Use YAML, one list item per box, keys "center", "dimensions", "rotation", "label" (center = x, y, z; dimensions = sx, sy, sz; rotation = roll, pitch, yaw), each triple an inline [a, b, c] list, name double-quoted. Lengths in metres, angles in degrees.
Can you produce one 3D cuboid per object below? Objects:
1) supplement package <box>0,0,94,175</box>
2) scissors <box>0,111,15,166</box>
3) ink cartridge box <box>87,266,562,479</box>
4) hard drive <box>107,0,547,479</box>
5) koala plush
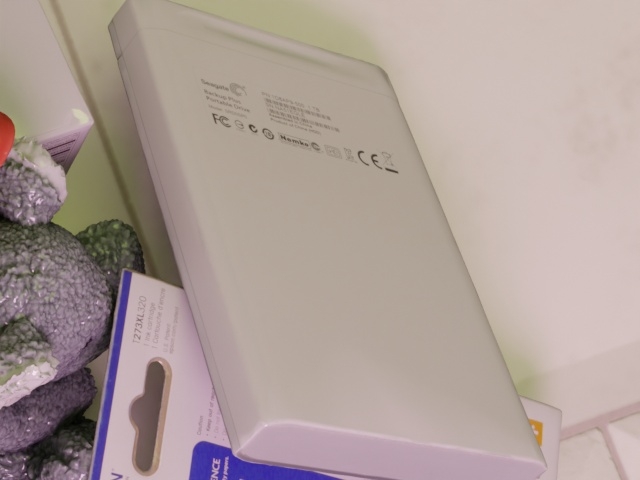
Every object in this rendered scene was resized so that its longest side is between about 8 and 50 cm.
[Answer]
- center: [-0.304, -0.136, 1.240]
  dimensions: [0.204, 0.145, 0.262]
  rotation: [-21, 79, -23]
  label: "supplement package"
- center: [-0.275, 0.029, 1.153]
  dimensions: [0.021, 0.297, 0.109]
  rotation: [26, 43, -30]
  label: "scissors"
- center: [0.002, 0.154, 1.223]
  dimensions: [0.371, 0.069, 0.176]
  rotation: [21, 66, -34]
  label: "ink cartridge box"
- center: [0.000, 0.000, 1.236]
  dimensions: [0.233, 0.047, 0.353]
  rotation: [13, 43, -37]
  label: "hard drive"
- center: [-0.199, 0.052, 1.169]
  dimensions: [0.203, 0.221, 0.196]
  rotation: [10, 70, -14]
  label: "koala plush"
